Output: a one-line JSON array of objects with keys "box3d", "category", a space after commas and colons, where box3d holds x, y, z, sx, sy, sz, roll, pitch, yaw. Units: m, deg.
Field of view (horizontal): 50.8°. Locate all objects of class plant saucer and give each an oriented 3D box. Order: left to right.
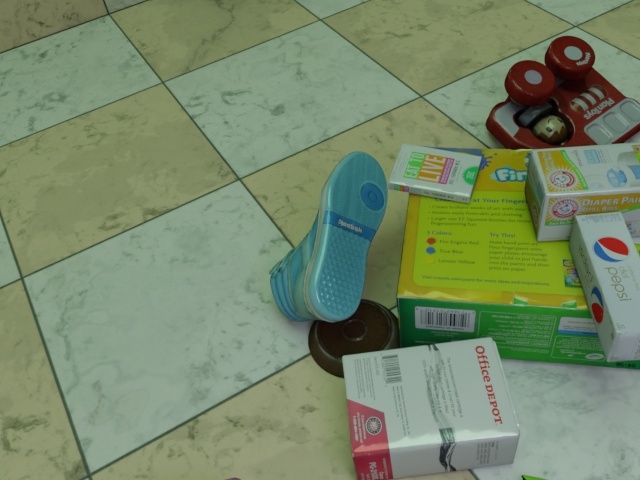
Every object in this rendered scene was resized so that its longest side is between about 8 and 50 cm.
[{"box3d": [0.060, 0.161, 1.173, 0.168, 0.029, 0.168, -4, 45, 4], "category": "plant saucer"}]

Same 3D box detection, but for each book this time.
[{"box3d": [0.202, -0.117, 1.189, 0.144, 0.035, 0.096, 11, 54, 18], "category": "book"}]

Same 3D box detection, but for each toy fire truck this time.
[{"box3d": [0.518, -0.267, 1.432, 0.302, 0.169, 0.254, -33, 69, -20], "category": "toy fire truck"}]

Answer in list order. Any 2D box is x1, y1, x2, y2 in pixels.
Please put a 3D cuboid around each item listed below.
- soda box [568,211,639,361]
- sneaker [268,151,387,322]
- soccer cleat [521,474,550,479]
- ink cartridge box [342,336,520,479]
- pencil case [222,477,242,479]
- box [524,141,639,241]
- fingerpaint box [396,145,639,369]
[{"box3d": [0.417, 0.061, 0.957, 0.069, 0.074, 0.216, -4, 48, 5], "category": "soda box"}, {"box3d": [0.000, 0.000, 1.201, 0.127, 0.208, 0.319, 29, 63, -22], "category": "sneaker"}, {"box3d": [0.272, 0.395, 0.900, 0.072, 0.060, 0.179, 11, 42, 31], "category": "soccer cleat"}, {"box3d": [0.160, 0.253, 1.018, 0.237, 0.100, 0.172, -8, 46, 3], "category": "ink cartridge box"}, {"box3d": [-0.089, 0.483, 0.790, 0.167, 0.160, 0.386, -32, 46, 3], "category": "pencil case"}, {"box3d": [0.436, -0.077, 1.059, 0.203, 0.103, 0.114, -3, 46, 6], "category": "box"}, {"box3d": [0.371, 0.016, 1.167, 0.444, 0.163, 0.371, 2, 48, 11], "category": "fingerpaint box"}]
